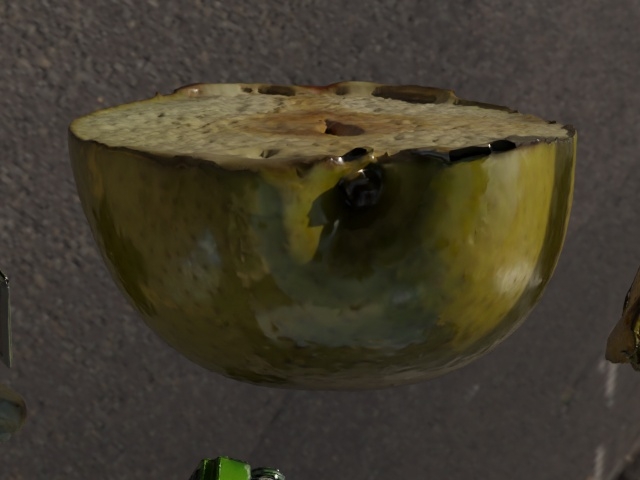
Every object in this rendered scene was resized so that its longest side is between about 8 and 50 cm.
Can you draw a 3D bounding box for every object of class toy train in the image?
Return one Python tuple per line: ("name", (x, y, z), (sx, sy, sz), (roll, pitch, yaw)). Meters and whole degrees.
("toy train", (-0.092, 0.244, 0.989), (0.202, 0.081, 0.060), (121, -21, -44))

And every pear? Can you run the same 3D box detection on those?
("pear", (0.000, 0.000, 0.842), (0.386, 0.340, 0.191), (-105, -164, -77))

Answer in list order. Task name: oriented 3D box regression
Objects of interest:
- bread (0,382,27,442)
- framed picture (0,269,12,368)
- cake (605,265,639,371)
("bread", (-0.372, 0.086, 0.967), (0.224, 0.211, 0.183), (-32, 142, 17))
("framed picture", (-0.425, 0.034, 1.417), (0.014, 0.197, 0.252), (-39, 168, -27))
("cake", (0.300, 0.033, 0.997), (0.116, 0.079, 0.185), (90, 21, -64))
